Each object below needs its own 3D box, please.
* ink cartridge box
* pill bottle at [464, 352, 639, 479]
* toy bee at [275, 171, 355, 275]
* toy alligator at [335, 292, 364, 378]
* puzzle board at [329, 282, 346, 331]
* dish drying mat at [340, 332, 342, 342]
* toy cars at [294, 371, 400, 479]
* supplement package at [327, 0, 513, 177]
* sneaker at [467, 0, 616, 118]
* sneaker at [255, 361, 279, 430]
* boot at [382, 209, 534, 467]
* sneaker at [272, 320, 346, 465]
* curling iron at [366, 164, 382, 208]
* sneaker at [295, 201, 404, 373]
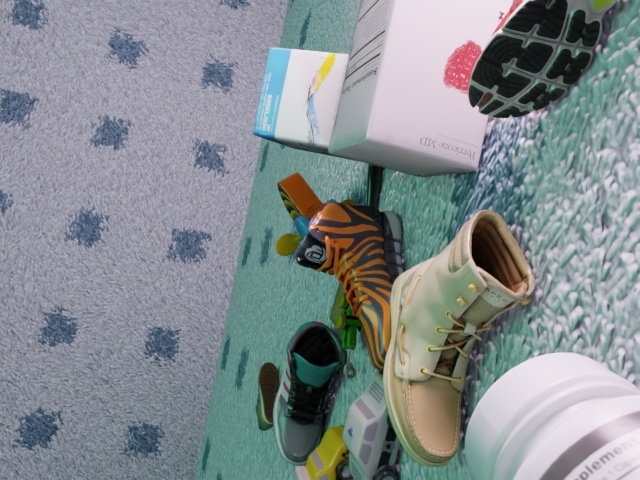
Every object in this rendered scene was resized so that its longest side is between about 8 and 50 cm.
[{"bbox_3d":[0.027,-0.248,0.977,0.171,0.232,0.168,2,-78,-62],"label":"ink cartridge box"},{"bbox_3d":[0.204,0.190,0.276,0.283,0.161,0.161,-127,51,-69],"label":"pill bottle"},{"bbox_3d":[0.000,0.000,1.110,0.162,0.195,0.298,83,173,-53],"label":"toy bee"},{"bbox_3d":[0.055,0.165,0.981,0.051,0.056,0.190,142,137,-66],"label":"toy alligator"},{"bbox_3d":[0.049,0.135,1.090,0.128,0.011,0.096,-155,81,-77],"label":"puzzle board"},{"bbox_3d":[0.058,0.175,1.051,0.032,0.008,0.083,-98,26,-48],"label":"dish drying mat"},{"bbox_3d":[0.035,0.362,0.853,0.176,0.087,0.394,-94,23,-44],"label":"toy cars"},{"bbox_3d":[0.145,-0.258,0.765,0.175,0.177,0.293,-167,89,-73],"label":"supplement package"},{"bbox_3d":[0.263,-0.262,0.567,0.279,0.107,0.118,-61,4,37],"label":"sneaker"},{"bbox_3d":[-0.160,0.453,1.481,0.192,0.064,0.086,-100,32,-46],"label":"sneaker"},{"bbox_3d":[0.161,0.114,0.605,0.203,0.095,0.262,127,155,-53],"label":"boot"},{"bbox_3d":[-0.022,0.295,1.050,0.178,0.123,0.296,113,164,-63],"label":"sneaker"},{"bbox_3d":[0.117,-0.168,1.048,0.068,0.035,0.274,180,102,-74],"label":"curling iron"},{"bbox_3d":[0.046,0.066,0.862,0.125,0.180,0.321,118,158,-43],"label":"sneaker"}]
